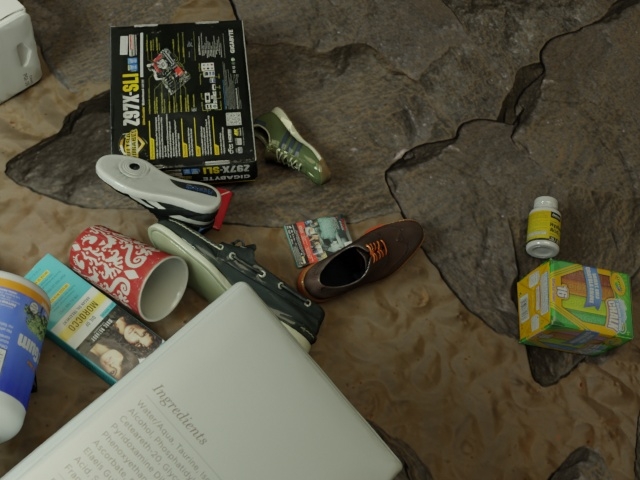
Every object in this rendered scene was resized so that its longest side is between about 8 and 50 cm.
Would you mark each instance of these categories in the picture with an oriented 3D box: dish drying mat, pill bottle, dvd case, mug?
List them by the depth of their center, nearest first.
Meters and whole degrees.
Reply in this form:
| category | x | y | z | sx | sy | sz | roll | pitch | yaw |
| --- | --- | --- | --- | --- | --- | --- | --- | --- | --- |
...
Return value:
| category | x | y | z | sx | sy | sz | roll | pitch | yaw |
| --- | --- | --- | --- | --- | --- | --- | --- | --- | --- |
| pill bottle | -0.474 | 0.189 | 1.006 | 0.152 | 0.152 | 0.272 | 7 | 53 | -11 |
| mug | -0.313 | 0.057 | 1.204 | 0.169 | 0.150 | 0.113 | 23 | 62 | 24 |
| dish drying mat | -0.189 | -0.059 | 1.354 | 0.032 | 0.008 | 0.083 | 19 | 63 | -6 |
| dvd case | 0.000 | 0.000 | 1.372 | 0.119 | 0.013 | 0.087 | -13 | 70 | -19 |
| pill bottle | 0.450 | -0.028 | 1.471 | 0.065 | 0.065 | 0.116 | 16 | 63 | -7 |

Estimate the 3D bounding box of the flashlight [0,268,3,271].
| category | x | y | z | sx | sy | sz | roll | pitch | yaw |
| --- | --- | --- | --- | --- | --- | --- | --- | --- | --- |
| flashlight | -0.612 | 0.132 | 1.086 | 0.103 | 0.103 | 0.304 | 1 | 45 | 26 |

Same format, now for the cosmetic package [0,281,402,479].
| category | x | y | z | sx | sy | sz | roll | pitch | yaw |
| --- | --- | --- | --- | --- | --- | --- | --- | --- | --- |
| cosmetic package | -0.182 | 0.326 | 0.954 | 0.327 | 0.329 | 0.394 | 49 | 57 | -1 |

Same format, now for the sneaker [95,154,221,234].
| category | x | y | z | sx | sy | sz | roll | pitch | yaw |
| --- | --- | --- | --- | --- | --- | --- | --- | --- | --- |
| sneaker | -0.288 | -0.061 | 1.266 | 0.217 | 0.121 | 0.079 | 20 | 46 | -6 |

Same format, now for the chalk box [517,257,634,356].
| category | x | y | z | sx | sy | sz | roll | pitch | yaw |
| --- | --- | --- | --- | --- | --- | --- | --- | --- | --- |
| chalk box | 0.496 | 0.133 | 1.372 | 0.213 | 0.132 | 0.132 | 10 | 65 | -10 |

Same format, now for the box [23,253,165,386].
| category | x | y | z | sx | sy | sz | roll | pitch | yaw |
| --- | --- | --- | --- | --- | --- | --- | --- | --- | --- |
| box | -0.379 | 0.137 | 1.186 | 0.244 | 0.060 | 0.100 | 36 | 63 | 4 |

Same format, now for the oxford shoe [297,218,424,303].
| category | x | y | z | sx | sy | sz | roll | pitch | yaw |
| --- | --- | --- | --- | --- | --- | --- | --- | --- | --- |
| oxford shoe | 0.091 | 0.034 | 1.325 | 0.271 | 0.098 | 0.097 | -30 | 89 | -22 |

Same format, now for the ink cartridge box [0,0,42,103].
| category | x | y | z | sx | sy | sz | roll | pitch | yaw |
| --- | --- | --- | --- | --- | --- | --- | --- | --- | --- |
| ink cartridge box | -0.639 | -0.403 | 1.282 | 0.283 | 0.207 | 0.117 | 43 | 64 | 8 |

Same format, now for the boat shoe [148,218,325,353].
| category | x | y | z | sx | sy | sz | roll | pitch | yaw |
| --- | --- | --- | --- | --- | --- | --- | --- | --- | --- |
| boat shoe | -0.133 | 0.059 | 1.248 | 0.340 | 0.127 | 0.113 | 36 | 61 | 2 |

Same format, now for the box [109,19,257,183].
| category | x | y | z | sx | sy | sz | roll | pitch | yaw |
| --- | --- | --- | --- | --- | --- | --- | --- | --- | --- |
| box | -0.257 | -0.259 | 1.369 | 0.257 | 0.079 | 0.322 | -6 | 67 | -5 |

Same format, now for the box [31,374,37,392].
| category | x | y | z | sx | sy | sz | roll | pitch | yaw |
| --- | --- | --- | --- | --- | --- | --- | --- | --- | --- |
| box | -0.478 | 0.195 | 1.138 | 0.062 | 0.052 | 0.083 | -7 | 67 | -18 |

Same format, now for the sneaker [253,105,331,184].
| category | x | y | z | sx | sy | sz | roll | pitch | yaw |
| --- | --- | --- | --- | --- | --- | --- | --- | --- | --- |
| sneaker | -0.068 | -0.168 | 1.405 | 0.086 | 0.064 | 0.192 | -29 | 71 | -23 |
